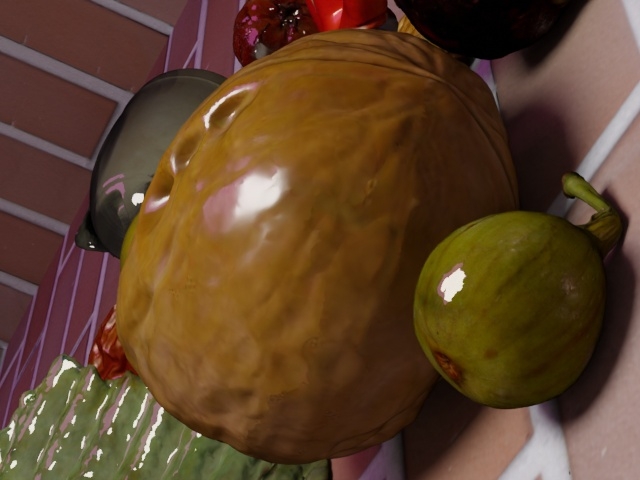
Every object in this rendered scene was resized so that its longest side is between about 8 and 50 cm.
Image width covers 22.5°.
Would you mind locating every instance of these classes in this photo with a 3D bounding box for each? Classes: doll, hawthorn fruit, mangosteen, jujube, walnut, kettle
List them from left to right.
[{"bbox_3d":[-0.213,0.138,2.170,0.174,0.174,0.250,-86,22,-51],"label":"jujube"},{"bbox_3d":[-0.173,-0.091,2.233,0.321,0.228,0.324,-17,22,20],"label":"kettle"},{"bbox_3d":[-0.059,-0.287,2.337,0.172,0.148,0.148,118,170,-66],"label":"hawthorn fruit"},{"bbox_3d":[0.000,0.000,1.390,0.398,0.308,0.354,-55,17,33],"label":"walnut"},{"bbox_3d":[0.041,-0.187,1.565,0.099,0.384,0.188,-32,50,-3],"label":"doll"},{"bbox_3d":[0.157,-0.270,1.496,0.210,0.210,0.210,-58,18,30],"label":"mangosteen"}]

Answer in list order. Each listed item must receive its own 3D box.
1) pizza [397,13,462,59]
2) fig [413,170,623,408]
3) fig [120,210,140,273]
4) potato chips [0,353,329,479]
[{"bbox_3d":[0.136,-0.233,1.737,0.292,0.058,0.197,-39,23,60],"label":"pizza"},{"bbox_3d":[0.159,0.042,1.189,0.148,0.186,0.142,180,69,-76],"label":"fig"},{"bbox_3d":[-0.136,0.042,1.952,0.230,0.207,0.207,63,-138,-65],"label":"fig"},{"bbox_3d":[-0.180,0.261,1.594,0.097,0.373,0.389,67,-163,-46],"label":"potato chips"}]
